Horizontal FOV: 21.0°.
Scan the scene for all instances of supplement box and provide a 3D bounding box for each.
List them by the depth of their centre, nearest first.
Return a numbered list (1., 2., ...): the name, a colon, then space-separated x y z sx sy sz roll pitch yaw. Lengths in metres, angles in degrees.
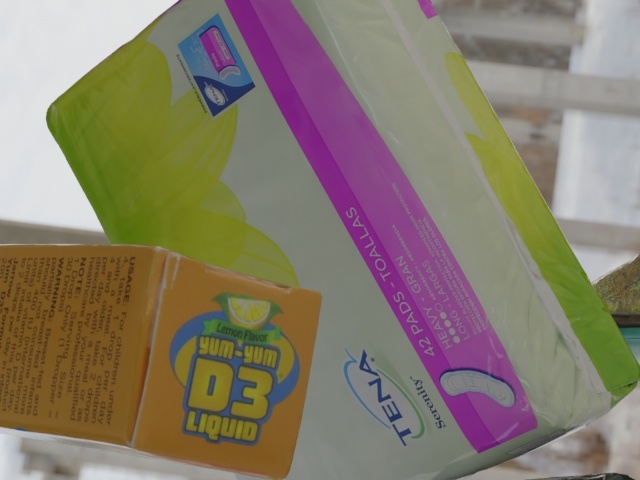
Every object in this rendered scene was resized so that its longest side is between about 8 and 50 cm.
1. supplement box: -0.103 0.045 0.700 0.078 0.233 0.080 16 -102 -37

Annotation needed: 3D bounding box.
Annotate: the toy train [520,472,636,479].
1. toy train: 0.170 0.196 0.820 0.142 0.334 0.190 50 -128 -22

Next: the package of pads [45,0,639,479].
1. package of pads: 0.000 0.000 0.927 0.101 0.229 0.296 -26 -93 -49

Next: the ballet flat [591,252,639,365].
1. ballet flat: 0.309 0.030 1.084 0.123 0.349 0.123 -4 -85 -54
